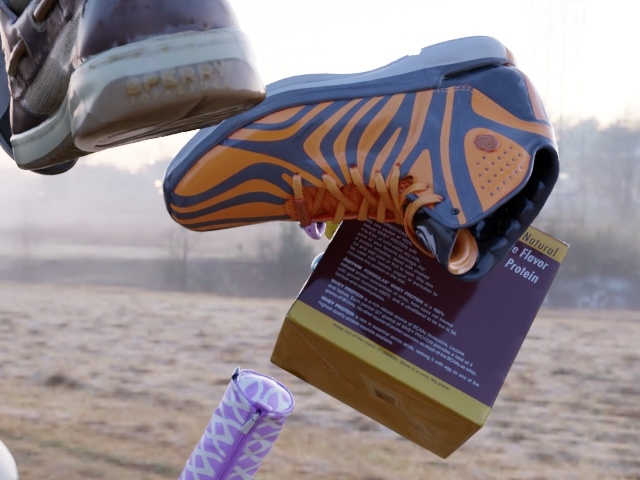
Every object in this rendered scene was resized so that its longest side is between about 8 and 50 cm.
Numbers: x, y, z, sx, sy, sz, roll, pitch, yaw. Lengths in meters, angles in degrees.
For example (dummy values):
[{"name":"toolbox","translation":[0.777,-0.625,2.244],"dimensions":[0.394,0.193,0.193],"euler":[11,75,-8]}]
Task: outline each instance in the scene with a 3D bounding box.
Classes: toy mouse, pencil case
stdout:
[{"name":"toy mouse","translation":[0.000,0.000,1.443],"dimensions":[0.031,0.161,0.143],"euler":[-9,33,23]},{"name":"pencil case","translation":[-0.105,0.253,1.416],"dimensions":[0.086,0.206,0.088],"euler":[22,21,-14]}]

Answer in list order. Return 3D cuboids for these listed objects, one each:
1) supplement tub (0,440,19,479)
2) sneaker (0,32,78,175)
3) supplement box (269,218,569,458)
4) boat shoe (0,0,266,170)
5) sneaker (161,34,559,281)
[{"name":"supplement tub","translation":[-0.452,0.184,1.073],"dimensions":[0.207,0.207,0.338],"euler":[3,-38,40]},{"name":"sneaker","translation":[-0.220,-0.154,0.914],"dimensions":[0.086,0.229,0.132],"euler":[-21,19,-27]},{"name":"supplement box","translation":[0.088,0.058,1.081],"dimensions":[0.191,0.194,0.129],"euler":[29,-24,4]},{"name":"boat shoe","translation":[-0.121,-0.113,0.666],"dimensions":[0.123,0.123,0.342],"euler":[-15,5,-16]},{"name":"sneaker","translation":[0.039,-0.042,0.942],"dimensions":[0.321,0.180,0.125],"euler":[-21,-32,-1]}]
